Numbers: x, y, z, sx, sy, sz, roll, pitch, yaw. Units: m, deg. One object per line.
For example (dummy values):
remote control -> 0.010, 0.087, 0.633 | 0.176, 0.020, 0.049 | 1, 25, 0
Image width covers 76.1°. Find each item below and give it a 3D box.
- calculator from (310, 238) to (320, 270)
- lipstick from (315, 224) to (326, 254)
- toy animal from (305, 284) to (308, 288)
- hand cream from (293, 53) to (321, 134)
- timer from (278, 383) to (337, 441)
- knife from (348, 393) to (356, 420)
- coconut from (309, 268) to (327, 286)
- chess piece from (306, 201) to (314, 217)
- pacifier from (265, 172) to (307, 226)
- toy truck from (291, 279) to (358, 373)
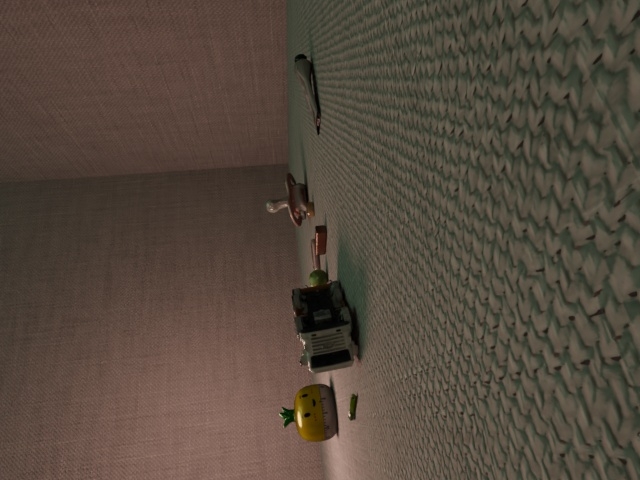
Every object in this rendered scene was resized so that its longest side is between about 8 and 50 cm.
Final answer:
calculator -> -0.025, 0.078, 2.079 | 0.100, 0.032, 0.174 | -159, 64, -83
lipstick -> 0.000, 0.000, 1.723 | 0.145, 0.045, 0.045 | 92, 172, -49
toy animal -> -0.020, 0.220, 1.873 | 0.219, 0.095, 0.155 | -110, 12, -64
hand cream -> -0.045, -0.594, 1.631 | 0.121, 0.076, 0.335 | 87, 169, -72
timer -> -0.066, 0.839, 1.981 | 0.285, 0.285, 0.285 | 175, 90, -84
knife -> 0.104, 0.548, 1.332 | 0.026, 0.022, 0.184 | -59, -22, -43
coconut -> -0.009, 0.169, 1.784 | 0.096, 0.088, 0.087 | 87, 176, -72
chess piece -> -0.054, -0.161, 2.125 | 0.084, 0.038, 0.083 | 174, 90, -82
pacifier -> -0.179, -0.237, 2.433 | 0.220, 0.273, 0.331 | 136, 130, -61
toy truck -> 0.010, 0.278, 1.325 | 0.387, 0.174, 0.206 | -110, 9, -77
